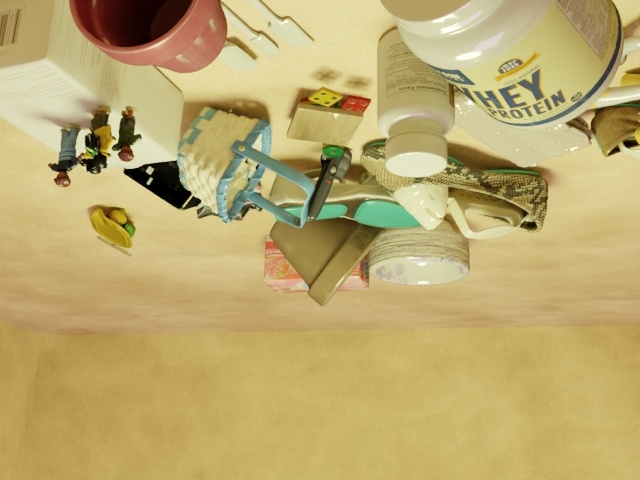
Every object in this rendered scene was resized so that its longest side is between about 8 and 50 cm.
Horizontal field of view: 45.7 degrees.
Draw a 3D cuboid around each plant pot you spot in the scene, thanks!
[{"bbox_3d":[-0.226,-0.333,1.096,0.201,0.202,0.180,-4,172,15],"label":"plant pot"},{"bbox_3d":[0.000,0.000,1.944,0.229,0.263,0.263,39,159,3],"label":"plant pot"}]

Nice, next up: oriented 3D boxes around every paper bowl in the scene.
[{"bbox_3d":[0.278,0.025,2.152,0.284,0.148,0.284,1,161,0],"label":"paper bowl"}]

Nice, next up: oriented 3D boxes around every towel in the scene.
[{"bbox_3d":[0.382,-0.229,1.487,0.282,0.049,0.187,24,155,-29],"label":"towel"}]

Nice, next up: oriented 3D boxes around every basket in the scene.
[{"bbox_3d":[-0.148,-0.138,1.579,0.288,0.201,0.255,33,161,4],"label":"basket"}]

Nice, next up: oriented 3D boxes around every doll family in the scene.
[{"bbox_3d":[-0.380,-0.152,1.271,0.193,0.112,0.076,-20,154,39],"label":"doll family"}]

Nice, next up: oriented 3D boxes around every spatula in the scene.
[{"bbox_3d":[-0.142,-0.359,1.261,0.168,0.019,0.242,-9,159,31],"label":"spatula"}]

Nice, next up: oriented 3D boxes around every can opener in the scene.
[{"bbox_3d":[0.013,-0.130,1.682,0.073,0.186,0.059,26,168,-10],"label":"can opener"}]

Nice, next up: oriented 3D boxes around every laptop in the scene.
[{"bbox_3d":[-0.307,-0.175,1.824,0.264,0.137,0.234,34,152,-12],"label":"laptop"}]

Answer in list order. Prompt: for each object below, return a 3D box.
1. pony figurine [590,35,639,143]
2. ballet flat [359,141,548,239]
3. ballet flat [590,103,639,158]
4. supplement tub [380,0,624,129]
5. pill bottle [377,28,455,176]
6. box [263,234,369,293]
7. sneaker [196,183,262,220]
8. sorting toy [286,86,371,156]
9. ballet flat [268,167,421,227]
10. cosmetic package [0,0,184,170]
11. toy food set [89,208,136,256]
[{"bbox_3d":[0.639,-0.241,1.227,0.350,0.303,0.363,20,170,-23],"label":"pony figurine"},{"bbox_3d":[0.319,-0.098,1.735,0.482,0.182,0.164,9,161,-20],"label":"ballet flat"},{"bbox_3d":[0.703,-0.208,1.467,0.342,0.124,0.116,-2,161,10],"label":"ballet flat"},{"bbox_3d":[0.248,-0.311,1.032,0.235,0.236,0.324,-13,156,37],"label":"supplement tub"},{"bbox_3d":[0.160,-0.231,1.282,0.131,0.229,0.131,1,162,0],"label":"pill bottle"},{"bbox_3d":[-0.010,0.068,2.295,0.299,0.154,0.142,-2,161,15],"label":"box"},{"bbox_3d":[-0.224,-0.081,1.900,0.178,0.077,0.072,-19,173,3],"label":"sneaker"},{"bbox_3d":[0.009,-0.249,1.526,0.132,0.046,0.274,6,161,-11],"label":"sorting toy"},{"bbox_3d":[0.073,-0.111,1.806,0.400,0.139,0.139,2,162,-15],"label":"ballet flat"},{"bbox_3d":[-0.431,-0.269,1.346,0.217,0.156,0.385,-5,161,19],"label":"cosmetic package"},{"bbox_3d":[-0.581,-0.043,2.171,0.128,0.071,0.218,27,157,0],"label":"toy food set"}]
